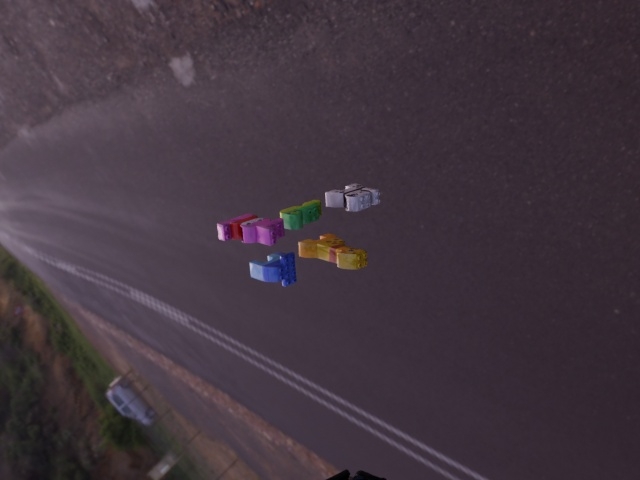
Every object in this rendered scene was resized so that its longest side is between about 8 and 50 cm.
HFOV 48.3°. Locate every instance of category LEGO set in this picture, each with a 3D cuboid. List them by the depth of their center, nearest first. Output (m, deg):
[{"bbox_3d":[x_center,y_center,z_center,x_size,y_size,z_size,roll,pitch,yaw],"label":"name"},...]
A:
[{"bbox_3d":[0.000,0.000,0.852,0.093,0.227,0.087,15,116,43],"label":"LEGO set"}]

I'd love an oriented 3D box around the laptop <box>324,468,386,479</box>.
[{"bbox_3d":[0.008,0.288,0.467,0.264,0.234,0.136,23,-160,-3],"label":"laptop"}]
